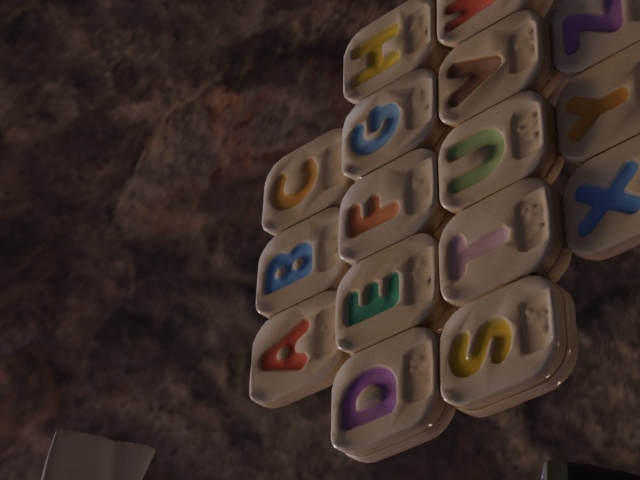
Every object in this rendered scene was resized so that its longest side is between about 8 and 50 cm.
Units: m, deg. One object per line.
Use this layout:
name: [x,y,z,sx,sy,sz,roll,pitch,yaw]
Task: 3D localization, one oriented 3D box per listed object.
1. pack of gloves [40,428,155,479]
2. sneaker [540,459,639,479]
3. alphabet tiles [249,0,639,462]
pack of gloves: [-0.246,0.220,1.171,0.195,0.232,0.046,9,-57,7]
sneaker: [0.208,0.251,1.139,0.118,0.083,0.222,5,-48,6]
alphabet tiles: [0.065,-0.030,0.834,0.278,0.284,0.021,-27,-45,35]
